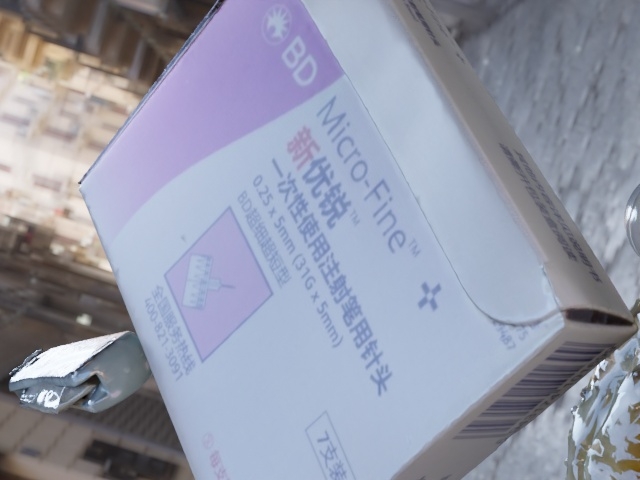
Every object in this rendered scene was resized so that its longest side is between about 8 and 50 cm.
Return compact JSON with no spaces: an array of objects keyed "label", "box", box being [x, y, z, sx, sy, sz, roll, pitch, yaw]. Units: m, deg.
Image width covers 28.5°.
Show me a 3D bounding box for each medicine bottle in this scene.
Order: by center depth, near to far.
[{"label":"medicine bottle","box":[0.000,0.000,0.455,0.171,0.052,0.201,-46,54,30]}]

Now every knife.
[{"label":"knife","box":[-0.110,0.061,0.550,0.044,0.023,0.162,-40,10,-23]}]

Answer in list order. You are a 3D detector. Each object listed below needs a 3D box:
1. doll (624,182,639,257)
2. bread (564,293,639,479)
[{"label":"doll","box":[0.167,0.026,0.431,0.106,0.162,0.062,-32,-4,-37]},{"label":"bread","box":[0.293,0.139,0.704,0.159,0.306,0.305,8,-78,-54]}]
